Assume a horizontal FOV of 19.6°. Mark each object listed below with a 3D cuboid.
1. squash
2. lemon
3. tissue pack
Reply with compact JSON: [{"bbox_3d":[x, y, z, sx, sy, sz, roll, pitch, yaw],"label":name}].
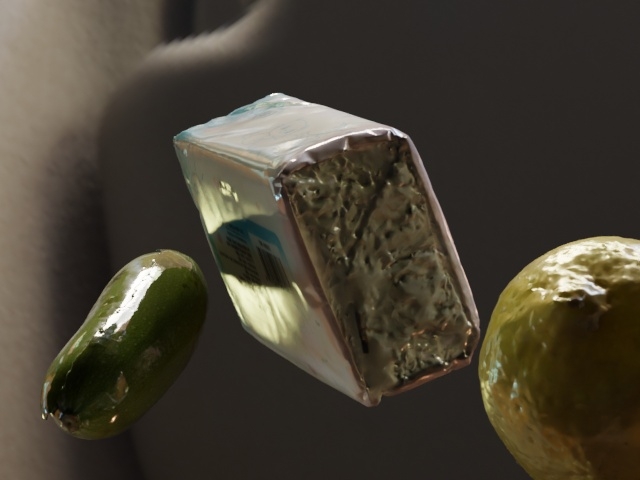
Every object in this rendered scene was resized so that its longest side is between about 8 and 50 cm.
[{"bbox_3d":[-0.137,0.064,1.460,0.094,0.094,0.341,-17,-166,16],"label":"squash"},{"bbox_3d":[0.255,0.115,1.549,0.236,0.263,0.236,-34,-160,14],"label":"lemon"},{"bbox_3d":[-0.001,-0.002,1.427,0.124,0.201,0.271,-28,-161,-14],"label":"tissue pack"}]
